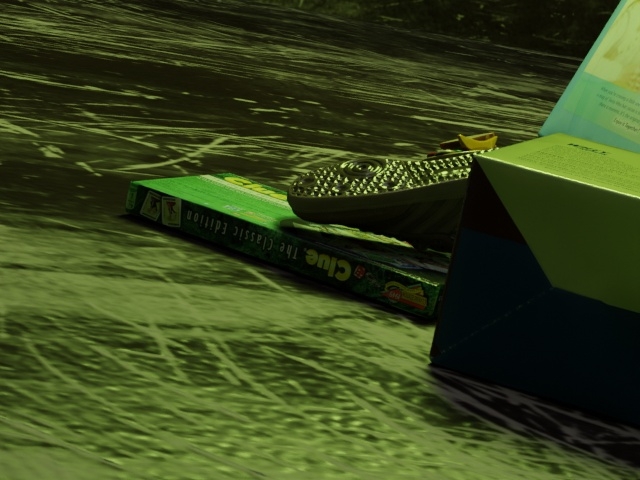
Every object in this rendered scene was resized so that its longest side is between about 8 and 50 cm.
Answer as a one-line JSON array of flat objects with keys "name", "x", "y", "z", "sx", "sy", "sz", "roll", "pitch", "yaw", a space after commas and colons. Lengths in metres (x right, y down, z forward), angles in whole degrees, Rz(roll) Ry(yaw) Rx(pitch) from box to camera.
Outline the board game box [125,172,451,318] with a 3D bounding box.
[{"name": "board game box", "x": 0.000, "y": 0.000, "z": 1.389, "sx": 0.260, "sy": 0.030, "sz": 0.136, "roll": 19, "pitch": 15, "yaw": 28}]

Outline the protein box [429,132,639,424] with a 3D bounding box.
[{"name": "protein box", "x": 0.204, "y": 0.025, "z": 1.217, "sx": 0.200, "sy": 0.136, "sz": 0.201, "roll": 16, "pitch": 13, "yaw": 19}]

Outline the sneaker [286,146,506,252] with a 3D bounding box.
[{"name": "sneaker", "x": 0.072, "y": -0.018, "z": 1.353, "sx": 0.188, "sy": 0.071, "sz": 0.066, "roll": -5, "pitch": 26, "yaw": 0}]

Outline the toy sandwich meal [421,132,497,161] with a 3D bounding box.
[{"name": "toy sandwich meal", "x": 0.141, "y": -0.092, "z": 1.904, "sx": 0.085, "sy": 0.029, "sz": 0.085, "roll": -7, "pitch": -3, "yaw": 0}]

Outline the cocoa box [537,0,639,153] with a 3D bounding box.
[{"name": "cocoa box", "x": 0.392, "y": -0.091, "z": 1.599, "sx": 0.228, "sy": 0.231, "sz": 0.347, "roll": 29, "pitch": 4, "yaw": -27}]

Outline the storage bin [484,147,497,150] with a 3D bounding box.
[{"name": "storage bin", "x": 0.182, "y": -0.016, "z": 1.523, "sx": 0.135, "sy": 0.098, "sz": 0.091, "roll": 13, "pitch": 22, "yaw": 1}]
